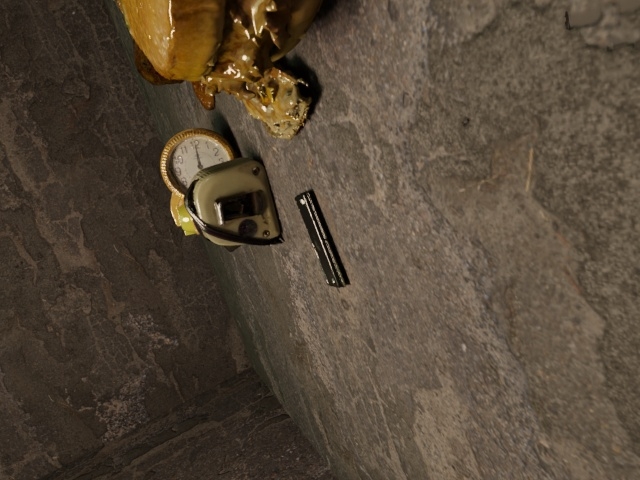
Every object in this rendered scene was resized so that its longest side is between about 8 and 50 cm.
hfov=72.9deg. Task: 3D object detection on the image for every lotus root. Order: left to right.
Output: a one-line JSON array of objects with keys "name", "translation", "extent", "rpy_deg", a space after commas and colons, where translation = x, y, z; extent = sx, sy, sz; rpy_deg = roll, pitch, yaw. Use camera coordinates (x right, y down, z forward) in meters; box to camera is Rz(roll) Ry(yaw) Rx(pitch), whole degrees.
[{"name": "lotus root", "translation": [-0.419, -0.547, 1.174], "extent": [0.397, 0.179, 0.196], "rpy_deg": [-3, 108, 60]}]

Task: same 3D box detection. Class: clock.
[{"name": "clock", "translation": [-0.363, -0.193, 1.362], "extent": [0.200, 0.244, 0.317], "rpy_deg": [-126, 22, -69]}]

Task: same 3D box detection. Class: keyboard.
[{"name": "keyboard", "translation": [0.000, 0.000, 0.980], "extent": [0.230, 0.025, 0.094], "rpy_deg": [69, 161, -6]}]

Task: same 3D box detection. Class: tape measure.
[{"name": "tape measure", "translation": [-0.240, -0.072, 1.191], "extent": [0.133, 0.231, 0.271], "rpy_deg": [31, 140, 53]}]

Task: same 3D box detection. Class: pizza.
[{"name": "pizza", "translation": [-0.098, -0.286, 0.849], "extent": [0.297, 0.071, 0.189], "rpy_deg": [46, 150, 41]}]

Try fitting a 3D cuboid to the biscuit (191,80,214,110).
[{"name": "biscuit", "translation": [-0.378, -0.500, 1.355], "extent": [0.188, 0.027, 0.188], "rpy_deg": [49, 152, 37]}]

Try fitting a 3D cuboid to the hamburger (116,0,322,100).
[{"name": "hamburger", "translation": [-0.124, -0.344, 0.574], "extent": [0.445, 0.268, 0.287], "rpy_deg": [-13, 98, 64]}]
